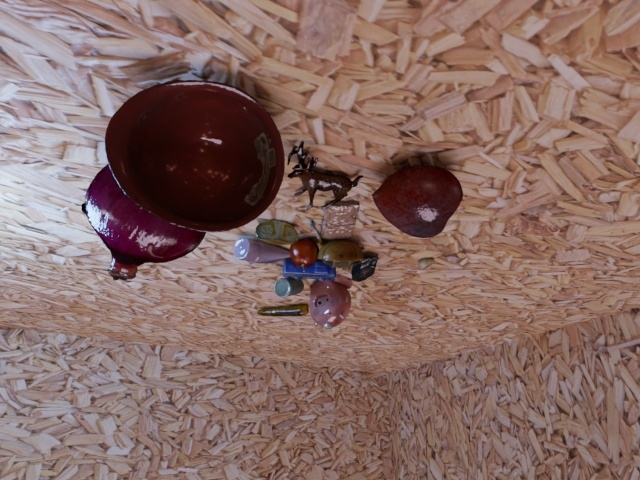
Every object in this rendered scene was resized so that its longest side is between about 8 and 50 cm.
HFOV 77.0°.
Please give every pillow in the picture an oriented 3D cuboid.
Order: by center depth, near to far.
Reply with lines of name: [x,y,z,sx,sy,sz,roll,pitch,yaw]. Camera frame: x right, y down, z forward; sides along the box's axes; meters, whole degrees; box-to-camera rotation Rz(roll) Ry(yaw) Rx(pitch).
pillow: [0.069,-0.067,1.470,0.126,0.043,0.232,-1,149,-7]

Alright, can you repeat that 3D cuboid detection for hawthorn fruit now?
hawthorn fruit: [-0.071,0.053,1.612,0.125,0.140,0.125,30,154,16]

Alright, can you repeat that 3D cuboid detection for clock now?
clock: [0.035,0.307,1.950,0.142,0.240,0.227,28,142,-35]

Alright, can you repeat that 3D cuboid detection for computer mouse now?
computer mouse: [0.190,0.117,1.773,0.106,0.062,0.192,-6,144,-22]

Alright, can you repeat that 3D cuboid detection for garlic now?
garlic: [0.463,0.103,1.775,0.083,0.041,0.053,-32,143,34]

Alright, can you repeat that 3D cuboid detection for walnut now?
walnut: [0.085,0.036,1.590,0.167,0.086,0.211,4,-179,43]

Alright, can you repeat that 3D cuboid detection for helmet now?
helmet: [-0.296,-0.199,1.001,0.386,0.336,0.230,3,-174,-16]

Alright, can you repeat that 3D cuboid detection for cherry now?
cherry: [0.291,-0.128,1.208,0.240,0.206,0.239,32,157,16]

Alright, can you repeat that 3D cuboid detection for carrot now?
carrot: [-0.222,0.411,2.323,0.315,0.066,0.066,-6,151,13]

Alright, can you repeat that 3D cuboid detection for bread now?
bread: [-0.160,-0.021,1.512,0.157,0.082,0.094,3,154,0]

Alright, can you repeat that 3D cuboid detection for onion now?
onion: [-0.511,-0.038,1.162,0.348,0.348,0.384,21,104,-32]

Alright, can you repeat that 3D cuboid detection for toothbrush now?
toothbrush: [0.000,0.000,1.606,0.021,0.024,0.288,-9,150,12]

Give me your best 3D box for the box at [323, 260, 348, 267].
box: [0.064,0.085,1.688,0.080,0.035,0.083,-2,-164,-29]

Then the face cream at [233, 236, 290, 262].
face cream: [-0.232,0.056,1.665,0.154,0.096,0.274,-22,157,29]

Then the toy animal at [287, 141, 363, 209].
toy animal: [-0.004,-0.190,1.228,0.244,0.087,0.260,-4,152,-20]

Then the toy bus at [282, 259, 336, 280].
toy bus: [-0.046,0.133,1.774,0.237,0.079,0.094,3,166,-4]

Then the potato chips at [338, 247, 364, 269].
potato chips: [0.122,0.080,1.747,0.092,0.028,0.207,6,153,-14]

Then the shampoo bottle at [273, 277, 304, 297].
shampoo bottle: [-0.137,0.216,1.887,0.086,0.085,0.262,-7,175,13]
